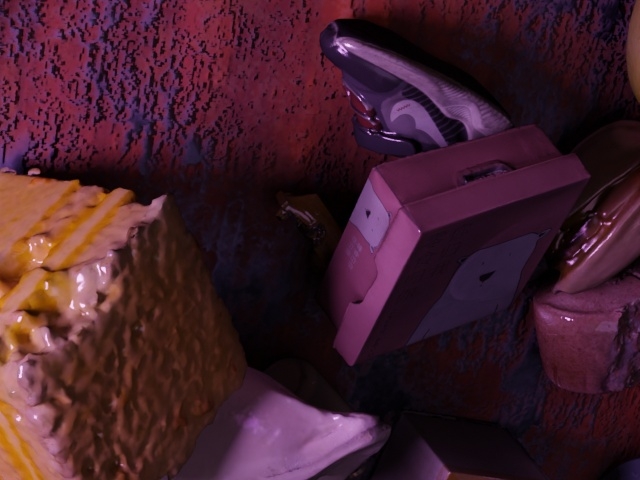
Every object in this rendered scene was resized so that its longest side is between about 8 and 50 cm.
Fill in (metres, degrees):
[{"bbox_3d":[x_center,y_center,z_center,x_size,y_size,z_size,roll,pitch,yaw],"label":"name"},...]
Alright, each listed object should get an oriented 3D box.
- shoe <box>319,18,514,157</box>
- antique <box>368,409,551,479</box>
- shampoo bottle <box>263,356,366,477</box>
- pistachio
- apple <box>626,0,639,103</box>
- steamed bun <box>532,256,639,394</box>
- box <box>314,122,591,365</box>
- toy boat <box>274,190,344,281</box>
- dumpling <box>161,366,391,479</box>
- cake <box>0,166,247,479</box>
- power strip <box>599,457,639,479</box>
[{"bbox_3d":[0.078,-0.123,1.365,0.227,0.099,0.112,21,112,-35],"label":"shoe"},{"bbox_3d":[0.151,0.290,1.600,0.152,0.148,0.146,12,109,-28],"label":"antique"},{"bbox_3d":[-0.001,0.194,1.513,0.079,0.079,0.162,-40,127,0],"label":"shampoo bottle"},{"bbox_3d":[0.294,-0.035,1.508,0.206,0.131,0.129,-44,82,9],"label":"pistachio"},{"bbox_3d":[0.425,-0.196,1.396,0.279,0.279,0.279,-12,122,-20],"label":"apple"},{"bbox_3d":[0.323,0.093,1.595,0.175,0.106,0.145,-23,125,-15],"label":"steamed bun"},{"bbox_3d":[0.118,0.002,1.387,0.215,0.086,0.215,-18,149,-31],"label":"box"},{"bbox_3d":[0.000,0.000,1.420,0.049,0.047,0.149,-33,134,3],"label":"toy boat"},{"bbox_3d":[-0.113,0.222,1.404,0.341,0.181,0.260,-26,154,-12],"label":"dumpling"},{"bbox_3d":[-0.252,0.083,1.231,0.222,0.286,0.227,-50,135,-37],"label":"cake"},{"bbox_3d":[0.375,0.326,1.734,0.044,0.137,0.216,31,96,-29],"label":"power strip"}]
